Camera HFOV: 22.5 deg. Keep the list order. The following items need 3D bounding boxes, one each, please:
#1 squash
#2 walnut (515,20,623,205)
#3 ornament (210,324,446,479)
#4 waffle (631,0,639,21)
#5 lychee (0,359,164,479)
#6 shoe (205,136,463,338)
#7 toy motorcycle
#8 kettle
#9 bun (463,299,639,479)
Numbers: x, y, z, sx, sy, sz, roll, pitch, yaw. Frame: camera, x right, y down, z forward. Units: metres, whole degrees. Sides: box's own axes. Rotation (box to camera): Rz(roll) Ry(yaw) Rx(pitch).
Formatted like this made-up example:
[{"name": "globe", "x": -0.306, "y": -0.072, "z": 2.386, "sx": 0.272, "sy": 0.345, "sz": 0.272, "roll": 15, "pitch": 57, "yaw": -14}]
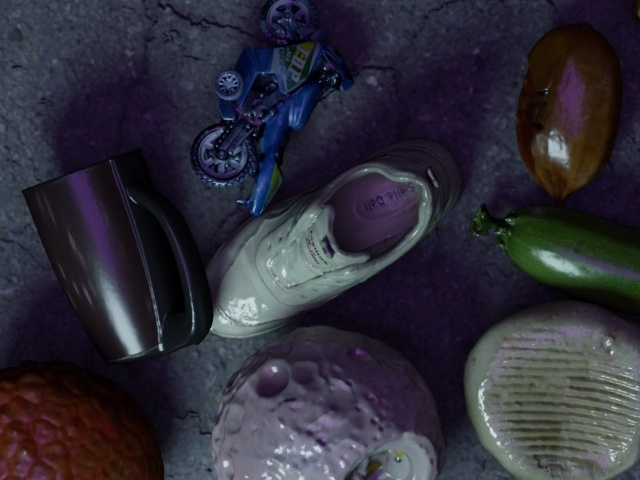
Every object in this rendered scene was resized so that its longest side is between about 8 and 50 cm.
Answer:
[{"name": "squash", "x": 0.350, "y": 0.036, "z": 1.801, "sx": 0.379, "sy": 0.101, "sz": 0.101, "roll": 20, "pitch": 95, "yaw": 4}, {"name": "walnut", "x": 0.276, "y": -0.141, "z": 1.795, "sx": 0.116, "sy": 0.116, "sz": 0.207, "roll": 4, "pitch": 101, "yaw": 5}, {"name": "ornament", "x": 0.004, "y": 0.217, "z": 1.774, "sx": 0.225, "sy": 0.259, "sz": 0.259, "roll": 39, "pitch": 98, "yaw": 43}, {"name": "waffle", "x": 0.473, "y": -0.378, "z": 1.766, "sx": 0.213, "sy": 0.091, "sz": 0.308, "roll": 9, "pitch": 96, "yaw": 4}, {"name": "lychee", "x": -0.301, "y": 0.277, "z": 1.811, "sx": 0.255, "sy": 0.255, "sz": 0.300, "roll": -22, "pitch": 105, "yaw": 6}, {"name": "shoe", "x": 0.000, "y": 0.000, "z": 1.773, "sx": 0.342, "sy": 0.210, "sz": 0.132, "roll": -32, "pitch": 91, "yaw": 7}, {"name": "toy motorcycle", "x": -0.048, "y": -0.156, "z": 1.824, "sx": 0.136, "sy": 0.092, "sz": 0.254, "roll": 26, "pitch": 82, "yaw": 7}, {"name": "kettle", "x": -0.214, "y": 0.020, "z": 1.822, "sx": 0.202, "sy": 0.144, "sz": 0.232, "roll": -16, "pitch": 97, "yaw": 36}, {"name": "bun", "x": 0.270, "y": 0.167, "z": 1.798, "sx": 0.231, "sy": 0.133, "sz": 0.231, "roll": 0, "pitch": 100, "yaw": 1}]
